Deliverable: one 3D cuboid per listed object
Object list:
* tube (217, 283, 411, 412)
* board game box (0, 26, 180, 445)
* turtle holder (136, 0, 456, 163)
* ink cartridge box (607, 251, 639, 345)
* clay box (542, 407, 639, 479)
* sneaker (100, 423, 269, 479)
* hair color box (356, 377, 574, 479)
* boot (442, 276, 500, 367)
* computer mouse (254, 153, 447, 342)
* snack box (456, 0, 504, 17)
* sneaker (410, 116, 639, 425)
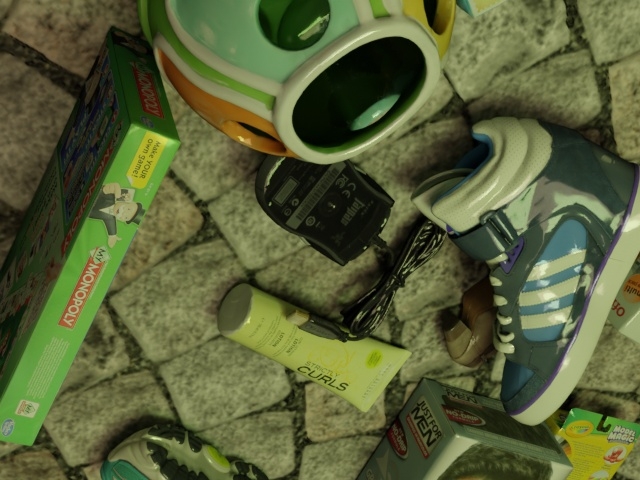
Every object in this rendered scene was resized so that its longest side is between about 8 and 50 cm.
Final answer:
[{"bbox_3d":[-0.004,0.119,1.191,0.240,0.062,0.070,30,144,-35],"label":"tube"},{"bbox_3d":[-0.222,-0.007,0.949,0.046,0.213,0.317,19,114,-26],"label":"board game box"},{"bbox_3d":[0.019,-0.199,0.868,0.320,0.227,0.243,-21,143,-9],"label":"turtle holder"},{"bbox_3d":[0.404,0.031,1.215,0.127,0.128,0.176,27,109,-29],"label":"ink cartridge box"},{"bbox_3d":[0.312,0.303,1.403,0.127,0.053,0.222,17,113,-25],"label":"clay box"},{"bbox_3d":[-0.138,0.308,1.259,0.110,0.107,0.275,-31,122,27],"label":"sneaker"},{"bbox_3d":[0.129,0.368,1.351,0.185,0.114,0.375,19,113,-26],"label":"hair color box"},{"bbox_3d":[0.195,0.096,1.251,0.118,0.042,0.087,-39,132,5],"label":"boot"},{"bbox_3d":[0.000,0.000,1.112,0.262,0.060,0.184,29,99,-40],"label":"computer mouse"},{"bbox_3d":[0.237,-0.361,0.961,0.321,0.060,0.187,-29,124,2],"label":"snack box"},{"bbox_3d":[0.191,0.024,1.142,0.236,0.130,0.323,20,111,-5],"label":"sneaker"}]
